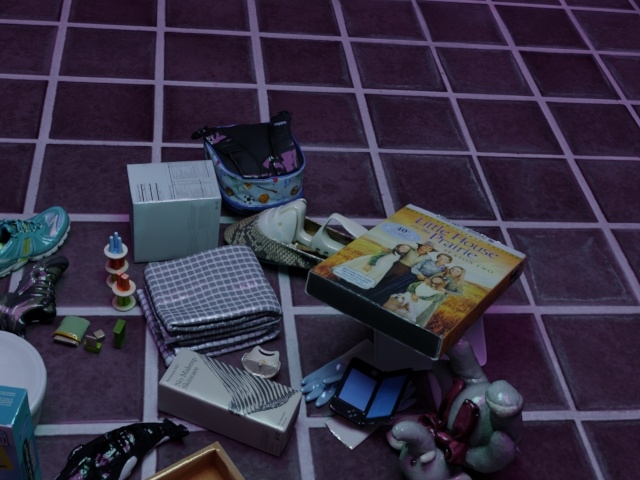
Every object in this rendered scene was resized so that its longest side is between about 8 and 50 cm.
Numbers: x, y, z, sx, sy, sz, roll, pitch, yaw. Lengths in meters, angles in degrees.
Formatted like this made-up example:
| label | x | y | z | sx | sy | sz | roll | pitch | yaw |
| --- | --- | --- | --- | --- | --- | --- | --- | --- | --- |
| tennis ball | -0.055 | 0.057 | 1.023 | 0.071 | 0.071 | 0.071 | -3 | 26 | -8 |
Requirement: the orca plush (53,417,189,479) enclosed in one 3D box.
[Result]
| label | x | y | z | sx | sy | sz | roll | pitch | yaw |
| --- | --- | --- | --- | --- | --- | --- | --- | --- | --- |
| orca plush | -0.382 | 0.404 | 1.615 | 0.287 | 0.102 | 0.151 | -17 | 50 | -26 |

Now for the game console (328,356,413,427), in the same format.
| label | x | y | z | sx | sy | sz | roll | pitch | yaw |
| --- | --- | --- | --- | --- | --- | --- | --- | --- | --- |
| game console | 0.105 | 0.307 | 1.781 | 0.124 | 0.085 | 0.144 | 29 | 50 | 2 |

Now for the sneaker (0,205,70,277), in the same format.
| label | x | y | z | sx | sy | sz | roll | pitch | yaw |
| --- | --- | --- | --- | --- | --- | --- | --- | --- | --- |
| sneaker | -0.693 | -0.005 | 1.980 | 0.107 | 0.110 | 0.275 | 31 | 47 | 21 |

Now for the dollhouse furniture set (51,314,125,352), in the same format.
| label | x | y | z | sx | sy | sz | roll | pitch | yaw |
| --- | --- | --- | --- | --- | --- | --- | --- | --- | --- |
| dollhouse furniture set | -0.500 | 0.191 | 1.848 | 0.151 | 0.058 | 0.076 | 14 | 43 | 3 |

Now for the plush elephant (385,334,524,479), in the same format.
| label | x | y | z | sx | sy | sz | roll | pitch | yaw |
| --- | --- | --- | --- | --- | --- | --- | --- | --- | --- |
| plush elephant | 0.246 | 0.378 | 1.671 | 0.255 | 0.330 | 0.272 | -29 | 38 | -7 |

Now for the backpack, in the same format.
| label | x | y | z | sx | sy | sz | roll | pitch | yaw |
| --- | --- | --- | --- | --- | --- | --- | --- | --- | --- |
| backpack | -0.163 | -0.183 | 2.192 | 0.276 | 0.213 | 0.263 | -14 | 35 | -15 |

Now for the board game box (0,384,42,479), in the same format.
| label | x | y | z | sx | sy | sz | roll | pitch | yaw |
| --- | --- | --- | --- | --- | --- | --- | --- | --- | --- |
| board game box | -0.615 | 0.362 | 1.445 | 0.253 | 0.336 | 0.079 | 8 | 43 | -1 |

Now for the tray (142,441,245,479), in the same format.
| label | x | y | z | sx | sy | sz | roll | pitch | yaw |
| --- | --- | --- | --- | --- | --- | --- | --- | --- | --- |
| tray | -0.162 | 0.568 | 1.507 | 0.203 | 0.076 | 0.411 | -22 | 53 | -30 |

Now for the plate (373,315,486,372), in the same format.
| label | x | y | z | sx | sy | sz | roll | pitch | yaw |
| --- | --- | --- | --- | --- | --- | --- | --- | --- | --- |
| plate | 0.236 | 0.154 | 1.938 | 0.278 | 0.045 | 0.277 | -1 | 81 | -20 |

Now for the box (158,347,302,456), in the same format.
| label | x | y | z | sx | sy | sz | roll | pitch | yaw |
| --- | --- | --- | --- | --- | --- | --- | --- | --- | --- |
| box | -0.184 | 0.326 | 1.740 | 0.275 | 0.094 | 0.113 | 18 | 44 | 8 |

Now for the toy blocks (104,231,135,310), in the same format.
| label | x | y | z | sx | sy | sz | roll | pitch | yaw |
| --- | --- | --- | --- | --- | --- | --- | --- | --- | --- |
| toy blocks | -0.451 | 0.067 | 1.922 | 0.054 | 0.148 | 0.123 | -10 | 47 | -20 |

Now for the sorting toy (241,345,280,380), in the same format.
| label | x | y | z | sx | sy | sz | roll | pitch | yaw |
| --- | --- | --- | --- | --- | --- | --- | --- | --- | --- |
| sorting toy | -0.124 | 0.260 | 1.862 | 0.083 | 0.045 | 0.075 | 14 | 36 | 5 |

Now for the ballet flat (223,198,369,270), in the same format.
| label | x | y | z | sx | sy | sz | roll | pitch | yaw |
| --- | --- | --- | --- | --- | --- | --- | --- | --- | --- |
| ballet flat | 0.000 | 0.000 | 2.053 | 0.482 | 0.182 | 0.164 | 21 | 42 | 12 |

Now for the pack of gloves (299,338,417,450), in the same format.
| label | x | y | z | sx | sy | sz | roll | pitch | yaw |
| --- | --- | --- | --- | --- | --- | --- | --- | --- | --- |
| pack of gloves | 0.085 | 0.314 | 1.840 | 0.232 | 0.046 | 0.195 | -28 | 54 | -33 |

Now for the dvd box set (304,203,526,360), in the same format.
| label | x | y | z | sx | sy | sz | roll | pitch | yaw |
| --- | --- | --- | --- | --- | --- | --- | --- | --- | --- |
| dvd box set | 0.210 | 0.068 | 1.779 | 0.307 | 0.062 | 0.420 | 27 | 34 | 25 |

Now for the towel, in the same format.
| label | x | y | z | sx | sy | sz | roll | pitch | yaw |
| --- | --- | --- | --- | --- | --- | --- | --- | --- | --- |
| towel | -0.249 | 0.132 | 1.913 | 0.283 | 0.121 | 0.235 | -12 | 47 | -21 |

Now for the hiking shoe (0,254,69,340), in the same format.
| label | x | y | z | sx | sy | sz | roll | pitch | yaw |
| --- | --- | --- | --- | --- | --- | --- | --- | --- | --- |
| hiking shoe | -0.618 | 0.128 | 1.890 | 0.114 | 0.086 | 0.227 | 34 | 52 | 5 |

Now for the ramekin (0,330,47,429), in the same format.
| label | x | y | z | sx | sy | sz | roll | pitch | yaw |
| --- | --- | --- | --- | --- | --- | --- | --- | --- | --- |
| ramekin | -0.664 | 0.311 | 1.643 | 0.273 | 0.127 | 0.273 | 6 | 43 | -6 |

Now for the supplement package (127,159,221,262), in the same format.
| label | x | y | z | sx | sy | sz | roll | pitch | yaw |
| --- | --- | --- | --- | --- | --- | --- | --- | --- | --- |
| supplement package | -0.353 | -0.071 | 2.051 | 0.203 | 0.194 | 0.149 | -4 | 44 | -16 |
